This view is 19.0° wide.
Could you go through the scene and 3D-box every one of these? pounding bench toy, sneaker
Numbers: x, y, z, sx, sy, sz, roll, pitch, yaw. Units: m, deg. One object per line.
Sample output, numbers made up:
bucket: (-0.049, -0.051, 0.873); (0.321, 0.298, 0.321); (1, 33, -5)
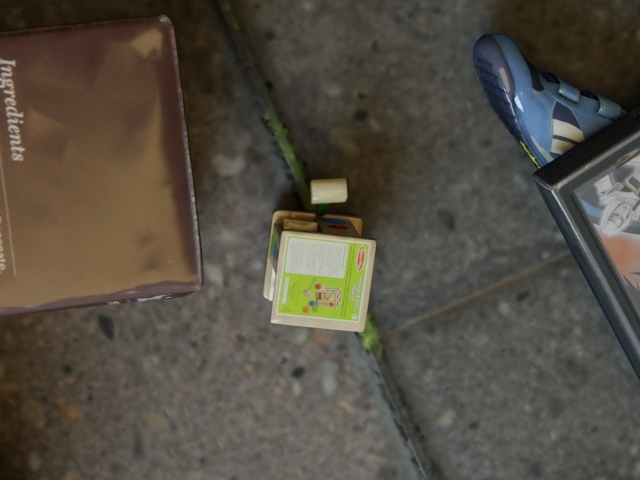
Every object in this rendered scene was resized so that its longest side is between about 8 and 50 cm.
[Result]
pounding bench toy: (0.000, 0.000, 1.059); (0.052, 0.065, 0.083); (5, 103, -8)
sneaker: (0.138, -0.067, 1.068); (0.059, 0.053, 0.144); (-39, 114, 4)

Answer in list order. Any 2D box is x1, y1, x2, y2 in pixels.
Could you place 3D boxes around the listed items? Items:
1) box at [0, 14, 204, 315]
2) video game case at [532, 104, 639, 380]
box: (-0.254, -0.017, 0.946); (0.381, 0.191, 0.143); (-8, 90, -5)
video game case: (0.286, 0.010, 1.087); (0.248, 0.035, 0.275); (-32, 114, -3)
